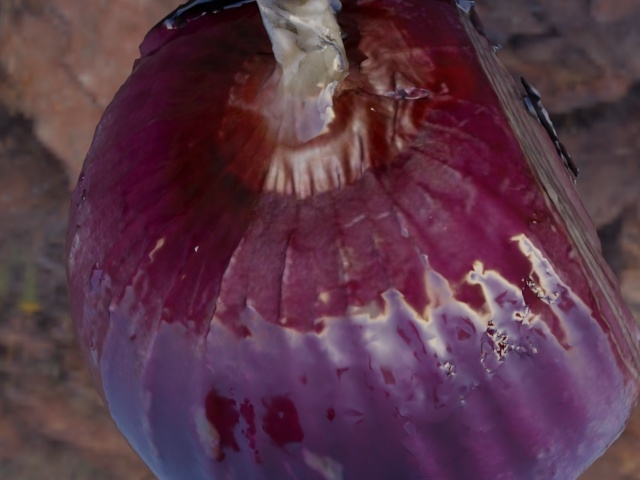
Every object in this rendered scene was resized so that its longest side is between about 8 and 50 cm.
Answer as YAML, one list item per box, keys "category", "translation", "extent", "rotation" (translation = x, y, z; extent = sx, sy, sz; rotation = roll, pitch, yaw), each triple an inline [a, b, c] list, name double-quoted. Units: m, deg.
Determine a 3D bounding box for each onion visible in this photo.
- category: "onion"
  translation: [0.009, 0.024, 0.755]
  extent: [0.272, 0.230, 0.256]
  rotation: [30, 137, -32]
